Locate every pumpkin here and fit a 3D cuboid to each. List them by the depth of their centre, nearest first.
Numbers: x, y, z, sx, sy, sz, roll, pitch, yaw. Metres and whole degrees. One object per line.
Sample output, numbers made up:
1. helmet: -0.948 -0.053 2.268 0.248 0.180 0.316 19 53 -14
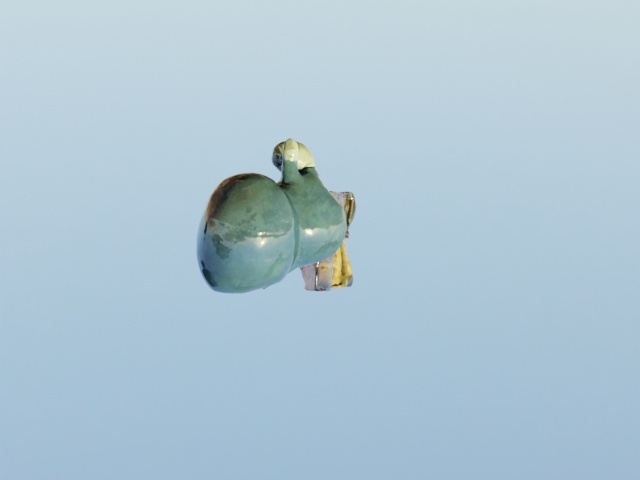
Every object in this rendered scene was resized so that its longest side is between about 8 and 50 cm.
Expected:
1. pumpkin: -0.001 -0.001 1.295 0.035 0.073 0.101 3 178 15

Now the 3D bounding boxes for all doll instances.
1. doll: -0.026 -0.010 0.921 0.050 0.076 0.083 26 -149 38
